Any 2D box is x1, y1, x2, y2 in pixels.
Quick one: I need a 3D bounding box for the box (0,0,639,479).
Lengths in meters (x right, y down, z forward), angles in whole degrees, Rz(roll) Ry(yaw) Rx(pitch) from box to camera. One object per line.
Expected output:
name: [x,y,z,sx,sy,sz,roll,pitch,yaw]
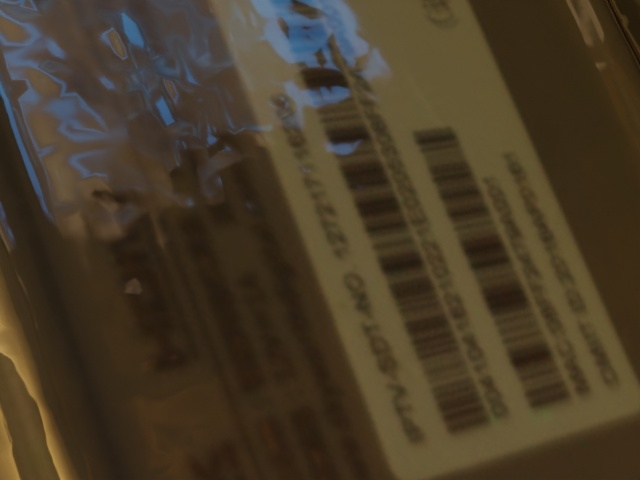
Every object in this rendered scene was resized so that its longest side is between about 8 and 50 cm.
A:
box: [0.000,0.000,0.442,0.090,0.373,0.367,-44,65,51]
